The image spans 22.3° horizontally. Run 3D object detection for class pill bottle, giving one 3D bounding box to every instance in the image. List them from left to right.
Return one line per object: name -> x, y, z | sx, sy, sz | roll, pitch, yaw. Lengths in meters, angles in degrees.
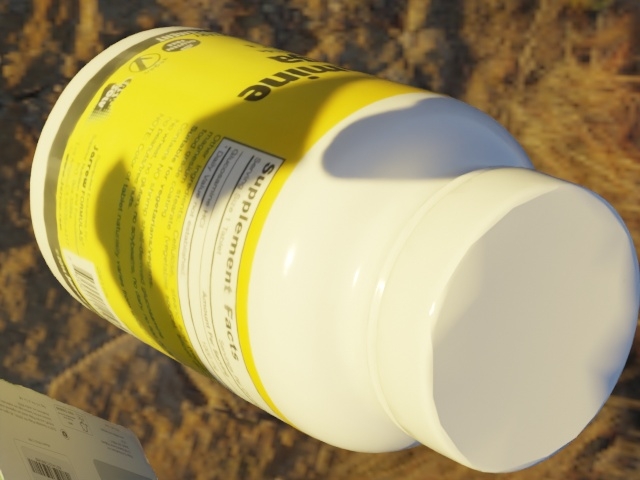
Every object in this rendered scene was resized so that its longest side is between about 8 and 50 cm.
pill bottle -> 0.000, 0.000, 0.872 | 0.188, 0.334, 0.188 | -14, 114, -36

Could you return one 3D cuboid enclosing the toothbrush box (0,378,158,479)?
toothbrush box -> -0.243, 0.215, 0.945 | 0.283, 0.122, 0.206 | -34, 151, 10
